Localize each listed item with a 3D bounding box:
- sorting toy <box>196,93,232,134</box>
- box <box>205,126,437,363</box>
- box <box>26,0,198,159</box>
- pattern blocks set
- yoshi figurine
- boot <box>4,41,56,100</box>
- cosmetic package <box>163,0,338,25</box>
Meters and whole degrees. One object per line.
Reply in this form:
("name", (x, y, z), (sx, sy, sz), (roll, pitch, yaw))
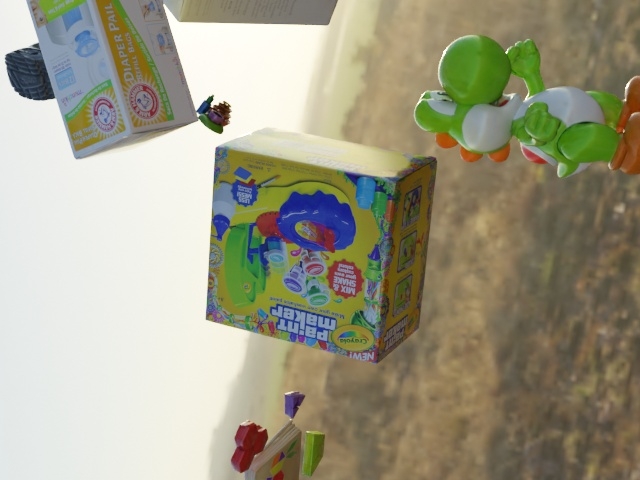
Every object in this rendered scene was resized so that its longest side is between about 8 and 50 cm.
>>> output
("sorting toy", (-0.179, -0.222, 2.260), (0.042, 0.061, 0.102), (-52, 6, 17))
("box", (0.000, 0.000, 1.964), (0.177, 0.289, 0.279), (-31, -51, -61))
("box", (-0.233, -0.205, 1.456), (0.114, 0.103, 0.203), (-15, 92, 43))
("pattern blocks set", (-0.078, 0.393, 2.103), (0.285, 0.026, 0.325), (-26, -50, -55))
("yoshi figurine", (0.325, -0.219, 1.984), (0.203, 0.362, 0.203), (48, -130, -78))
("boot", (-0.359, -0.300, 2.231), (0.222, 0.338, 0.118), (-34, -42, -37))
("cosmetic package", (-0.096, -0.335, 1.650), (0.117, 0.231, 0.085), (52, 135, 36))
